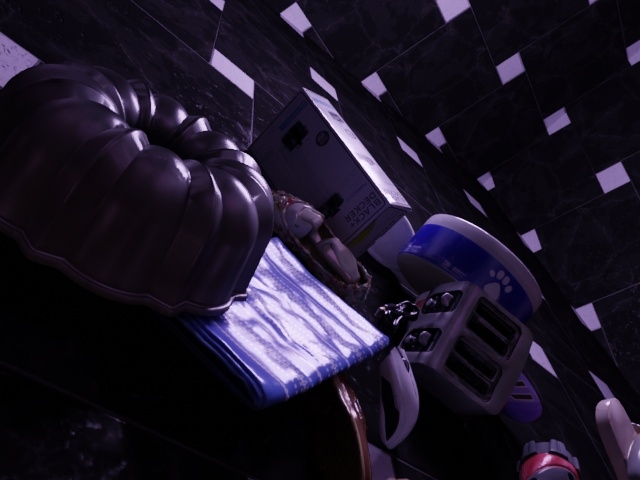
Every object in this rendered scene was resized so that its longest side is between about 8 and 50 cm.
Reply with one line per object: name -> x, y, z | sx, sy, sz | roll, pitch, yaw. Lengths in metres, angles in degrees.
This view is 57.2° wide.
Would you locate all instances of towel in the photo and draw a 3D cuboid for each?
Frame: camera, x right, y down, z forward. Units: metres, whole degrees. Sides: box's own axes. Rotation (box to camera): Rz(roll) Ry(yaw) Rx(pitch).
towel -> -0.062, 0.074, 0.710 | 0.243, 0.040, 0.336 | 40, 18, 21

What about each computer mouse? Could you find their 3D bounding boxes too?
computer mouse -> 0.108, 0.178, 0.779 | 0.106, 0.042, 0.192 | 7, 80, -63

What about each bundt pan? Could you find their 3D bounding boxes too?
bundt pan -> -0.184, -0.074, 0.618 | 0.331, 0.124, 0.331 | 33, 16, -10

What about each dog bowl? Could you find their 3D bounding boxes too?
dog bowl -> 0.277, 0.077, 1.121 | 0.265, 0.104, 0.265 | 42, -12, 11

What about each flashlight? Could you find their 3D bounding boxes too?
flashlight -> 0.341, 0.411, 0.862 | 0.103, 0.103, 0.304 | 51, 21, 2

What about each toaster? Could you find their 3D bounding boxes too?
toaster -> 0.233, 0.182, 0.950 | 0.186, 0.110, 0.168 | 40, 66, -9

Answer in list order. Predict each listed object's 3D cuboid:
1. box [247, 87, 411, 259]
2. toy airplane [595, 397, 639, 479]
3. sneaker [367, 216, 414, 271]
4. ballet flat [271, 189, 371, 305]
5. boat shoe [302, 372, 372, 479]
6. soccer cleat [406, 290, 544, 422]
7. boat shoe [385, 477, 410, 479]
box -> 0.010, -0.114, 1.066 | 0.087, 0.169, 0.289 | 8, 45, -58
toy airplane -> 0.534, 0.467, 0.844 | 0.386, 0.273, 0.384 | 49, 28, -29
sneaker -> 0.097, -0.067, 1.236 | 0.295, 0.105, 0.147 | 48, 8, -18
ballet flat -> 0.000, 0.000, 0.949 | 0.241, 0.077, 0.091 | 48, 59, 2
boat shoe -> 0.029, 0.214, 0.675 | 0.060, 0.064, 0.178 | 29, 25, -33
soccer cleat -> 0.276, 0.235, 1.070 | 0.318, 0.109, 0.116 | 47, 41, -4
boat shoe -> 0.052, 0.322, 0.497 | 0.103, 0.113, 0.302 | 27, 22, 15
